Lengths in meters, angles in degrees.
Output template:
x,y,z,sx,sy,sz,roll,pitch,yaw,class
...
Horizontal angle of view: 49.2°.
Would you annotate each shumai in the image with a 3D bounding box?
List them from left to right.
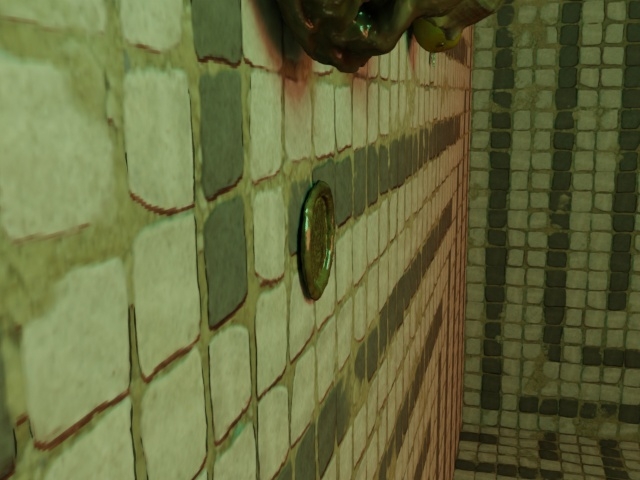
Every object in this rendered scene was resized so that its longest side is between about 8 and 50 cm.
x,y,z,sx,sy,sz,roll,pitch,yaw,class
0.053,-0.229,0.517,0.206,0.175,0.166,58,37,-59,shumai

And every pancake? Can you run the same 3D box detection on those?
x,y,z,sx,sy,sz,roll,pitch,yaw,class
-0.001,0.000,0.666,0.115,0.011,0.115,4,90,-76,pancake

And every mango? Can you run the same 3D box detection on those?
x,y,z,sx,sy,sz,roll,pitch,yaw,class
0.196,-0.415,1.172,0.130,0.092,0.194,39,54,-74,mango

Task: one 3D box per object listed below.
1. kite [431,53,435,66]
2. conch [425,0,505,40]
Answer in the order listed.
x,y,z,sx,sy,sz,roll,pitch,yaw,class
0.245,-0.554,1.483,0.406,0.014,0.368,7,87,-76,kite
0.123,-0.388,0.685,0.297,0.210,0.352,17,107,-55,conch
